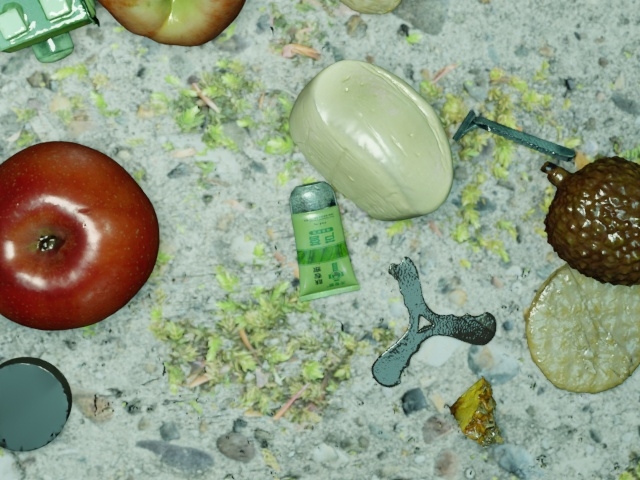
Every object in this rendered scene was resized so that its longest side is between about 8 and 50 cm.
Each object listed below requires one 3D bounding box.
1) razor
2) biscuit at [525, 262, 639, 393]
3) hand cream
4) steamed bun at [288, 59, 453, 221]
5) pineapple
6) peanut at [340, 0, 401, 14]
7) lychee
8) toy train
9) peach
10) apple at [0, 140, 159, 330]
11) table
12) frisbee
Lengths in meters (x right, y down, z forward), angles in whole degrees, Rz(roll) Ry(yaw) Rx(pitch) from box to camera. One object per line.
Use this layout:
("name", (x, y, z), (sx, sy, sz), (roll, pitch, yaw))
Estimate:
("razor", (0.301, -0.158, 1.560), (0.190, 0.033, 0.066), (15, 139, -12))
("biscuit", (0.426, 0.135, 1.606), (0.220, 0.033, 0.219), (-1, 95, -7))
("hand cream", (0.000, 0.000, 1.528), (0.095, 0.046, 0.175), (-12, 99, -9))
("steamed bun", (0.082, -0.147, 1.446), (0.250, 0.200, 0.155), (42, 76, -4))
("pineapple", (0.246, 0.284, 1.591), (0.077, 0.114, 0.114), (-17, 119, 31))
("peanut", (0.027, -0.392, 1.469), (0.207, 0.087, 0.087), (28, 92, -9))
("lychee", (0.420, -0.036, 1.506), (0.238, 0.200, 0.200), (44, 89, -2))
("toy train", (-0.402, -0.372, 1.363), (0.159, 0.188, 0.271), (-21, 100, -4))
("peach", (-0.202, -0.395, 1.381), (0.232, 0.256, 0.232), (-10, 138, -9))
("apple", (-0.357, -0.002, 1.397), (0.260, 0.216, 0.260), (0, 96, -4))
("table", (-0.434, 0.240, 1.497), (0.133, 0.043, 0.133), (-1, 96, -7))
("frisbee", (0.158, 0.112, 1.579), (0.211, 0.012, 0.187), (-19, 97, -5))
